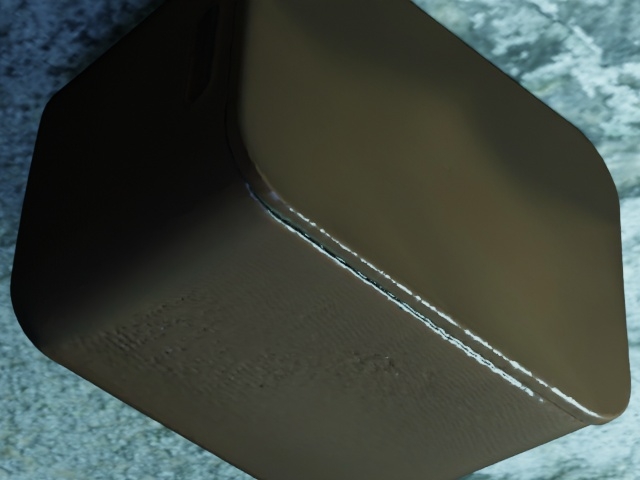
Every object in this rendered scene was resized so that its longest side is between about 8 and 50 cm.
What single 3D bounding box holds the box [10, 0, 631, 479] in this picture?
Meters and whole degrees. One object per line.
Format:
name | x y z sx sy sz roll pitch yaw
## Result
box | 0.000 0.000 1.275 0.229 0.239 0.339 -31 129 35
